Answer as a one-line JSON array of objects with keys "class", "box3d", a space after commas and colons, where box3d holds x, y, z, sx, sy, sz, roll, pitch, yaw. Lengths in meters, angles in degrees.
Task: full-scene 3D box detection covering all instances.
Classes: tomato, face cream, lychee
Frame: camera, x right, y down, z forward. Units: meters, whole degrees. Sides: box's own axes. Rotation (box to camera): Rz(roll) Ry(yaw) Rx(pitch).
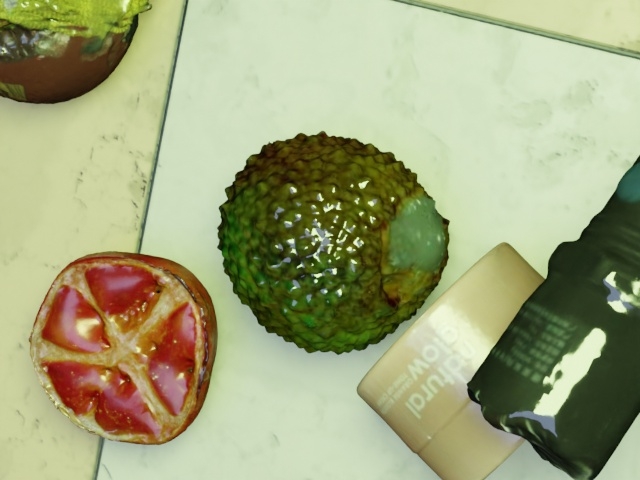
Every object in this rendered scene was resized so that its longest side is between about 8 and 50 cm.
[{"class": "tomato", "box3d": [-0.144, 0.078, 1.191, 0.156, 0.069, 0.155, 3, 100, 17]}, {"class": "face cream", "box3d": [0.111, 0.088, 1.053, 0.104, 0.149, 0.149, 45, 110, 8]}, {"class": "lychee", "box3d": [0.000, 0.000, 1.087, 0.171, 0.171, 0.171, 3, 99, 20]}]

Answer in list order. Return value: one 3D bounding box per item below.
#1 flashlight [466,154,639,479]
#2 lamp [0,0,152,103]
[{"class": "flashlight", "box3d": [0.241, -0.049, 0.939, 0.103, 0.103, 0.424, 34, 86, 13]}, {"class": "lamp", "box3d": [-0.217, -0.180, 1.145, 0.156, 0.135, 0.157, 41, 112, 11]}]
